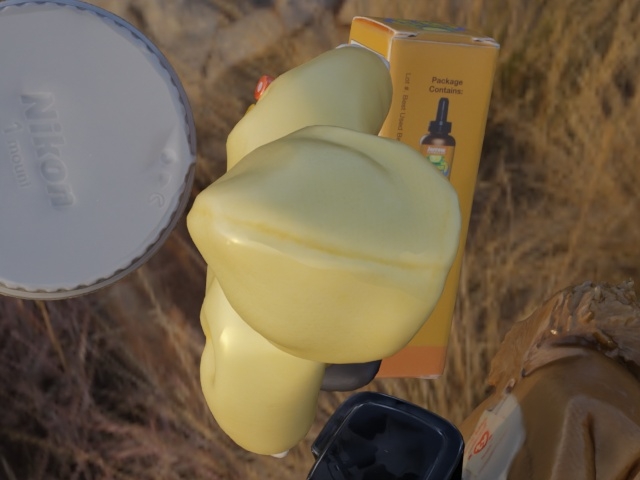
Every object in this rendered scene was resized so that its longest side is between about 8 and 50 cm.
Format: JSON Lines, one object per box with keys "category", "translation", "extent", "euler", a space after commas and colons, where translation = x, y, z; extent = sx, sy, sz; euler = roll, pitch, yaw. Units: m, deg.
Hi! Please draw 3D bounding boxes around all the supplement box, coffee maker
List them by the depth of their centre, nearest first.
{"category": "supplement box", "translation": [0.052, -0.028, 0.983], "extent": [0.078, 0.233, 0.080], "euler": [2, 19, -22]}
{"category": "coffee maker", "translation": [0.052, 0.200, 1.151], "extent": [0.120, 0.178, 0.171], "euler": [3, 47, 6]}

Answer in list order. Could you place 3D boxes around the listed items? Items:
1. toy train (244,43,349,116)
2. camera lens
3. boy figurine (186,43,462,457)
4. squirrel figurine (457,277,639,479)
{"category": "toy train", "translation": [0.009, -0.051, 1.057], "extent": [0.125, 0.166, 0.046], "euler": [-21, 13, -13]}
{"category": "camera lens", "translation": [-0.210, -0.069, 1.135], "extent": [0.219, 0.219, 0.274], "euler": [-16, 6, -9]}
{"category": "boy figurine", "translation": [0.000, 0.000, 0.599], "extent": [0.092, 0.285, 0.177], "euler": [15, 82, -1]}
{"category": "squirrel figurine", "translation": [0.302, 0.246, 1.326], "extent": [0.370, 0.281, 0.397], "euler": [32, 49, -11]}
